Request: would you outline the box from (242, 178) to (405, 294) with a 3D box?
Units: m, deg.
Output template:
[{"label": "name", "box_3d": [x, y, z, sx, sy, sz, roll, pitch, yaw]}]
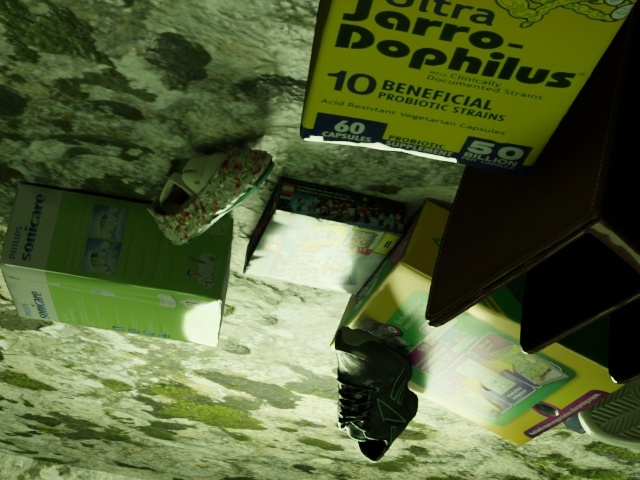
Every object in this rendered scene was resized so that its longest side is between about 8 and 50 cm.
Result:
[{"label": "box", "box_3d": [0.000, 0.000, 1.694, 0.159, 0.044, 0.233, 12, 157, -9]}]

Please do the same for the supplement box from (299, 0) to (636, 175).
[{"label": "supplement box", "box_3d": [0.109, -0.216, 0.953, 0.194, 0.195, 0.356, 9, 157, -4]}]

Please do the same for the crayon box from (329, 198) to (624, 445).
[{"label": "crayon box", "box_3d": [0.206, 0.119, 1.738, 0.313, 0.106, 0.363, 28, 155, -2]}]

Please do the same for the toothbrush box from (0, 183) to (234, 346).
[{"label": "toothbrush box", "box_3d": [-0.264, 0.038, 1.771, 0.283, 0.122, 0.206, 8, 158, -2]}]

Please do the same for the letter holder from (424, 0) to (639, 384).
[{"label": "letter holder", "box_3d": [0.229, -0.028, 1.135, 0.152, 0.301, 0.214, 39, 134, -17]}]

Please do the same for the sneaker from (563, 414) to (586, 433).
[{"label": "sneaker", "box_3d": [0.364, 0.188, 1.971, 0.131, 0.112, 0.319, 18, 154, 14]}]

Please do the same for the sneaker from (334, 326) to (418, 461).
[{"label": "sneaker", "box_3d": [0.070, 0.211, 1.798, 0.101, 0.106, 0.267, 17, 154, 28]}]

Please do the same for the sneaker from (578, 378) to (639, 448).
[{"label": "sneaker", "box_3d": [0.519, 0.219, 1.847, 0.350, 0.131, 0.148, -10, 162, -6]}]

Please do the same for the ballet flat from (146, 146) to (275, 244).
[{"label": "ballet flat", "box_3d": [-0.140, -0.057, 1.566, 0.077, 0.091, 0.241, 38, 145, -12]}]
